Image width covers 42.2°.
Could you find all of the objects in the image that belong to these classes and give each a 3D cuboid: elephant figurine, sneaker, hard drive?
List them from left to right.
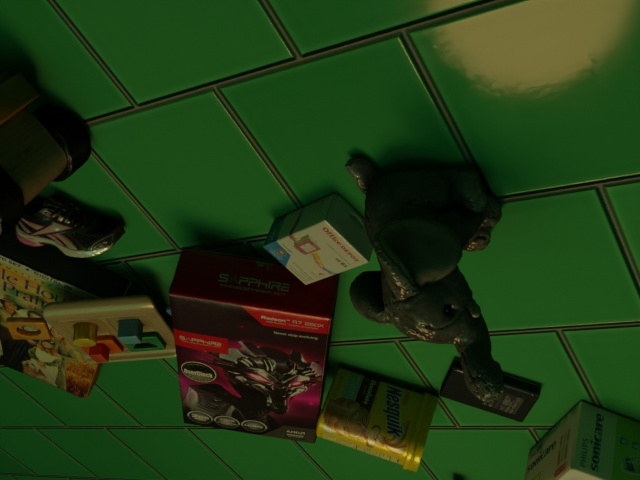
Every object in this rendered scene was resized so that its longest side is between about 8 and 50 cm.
[{"bbox_3d":[-0.380,-0.027,1.224,0.178,0.072,0.077,5,129,12],"label":"sneaker"},{"bbox_3d":[0.111,0.036,0.920,0.186,0.239,0.169,-5,136,30],"label":"elephant figurine"},{"bbox_3d":[0.256,0.230,1.265,0.135,0.022,0.094,17,143,5],"label":"hard drive"}]

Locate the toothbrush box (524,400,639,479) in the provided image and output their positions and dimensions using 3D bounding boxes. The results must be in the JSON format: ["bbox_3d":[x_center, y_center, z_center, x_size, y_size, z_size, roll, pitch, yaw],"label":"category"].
[{"bbox_3d":[0.480,0.385,1.268,0.283,0.122,0.206,22,142,2],"label":"toothbrush box"}]

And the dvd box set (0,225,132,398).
[{"bbox_3d":[-0.519,0.127,1.478,0.307,0.062,0.420,25,142,-8],"label":"dvd box set"}]

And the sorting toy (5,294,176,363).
[{"bbox_3d":[-0.338,0.160,1.359,0.347,0.047,0.196,-5,148,5],"label":"sorting toy"}]

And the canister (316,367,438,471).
[{"bbox_3d":[0.090,0.284,1.328,0.170,0.126,0.073,16,143,9],"label":"canister"}]

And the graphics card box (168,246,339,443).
[{"bbox_3d":[-0.102,0.175,1.280,0.233,0.094,0.371,9,140,1],"label":"graphics card box"}]

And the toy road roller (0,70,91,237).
[{"bbox_3d":[-0.486,-0.115,1.069,0.329,0.202,0.240,-23,112,37],"label":"toy road roller"}]

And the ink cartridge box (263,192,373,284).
[{"bbox_3d":[0.000,0.000,1.085,0.122,0.052,0.088,-23,124,41],"label":"ink cartridge box"}]
